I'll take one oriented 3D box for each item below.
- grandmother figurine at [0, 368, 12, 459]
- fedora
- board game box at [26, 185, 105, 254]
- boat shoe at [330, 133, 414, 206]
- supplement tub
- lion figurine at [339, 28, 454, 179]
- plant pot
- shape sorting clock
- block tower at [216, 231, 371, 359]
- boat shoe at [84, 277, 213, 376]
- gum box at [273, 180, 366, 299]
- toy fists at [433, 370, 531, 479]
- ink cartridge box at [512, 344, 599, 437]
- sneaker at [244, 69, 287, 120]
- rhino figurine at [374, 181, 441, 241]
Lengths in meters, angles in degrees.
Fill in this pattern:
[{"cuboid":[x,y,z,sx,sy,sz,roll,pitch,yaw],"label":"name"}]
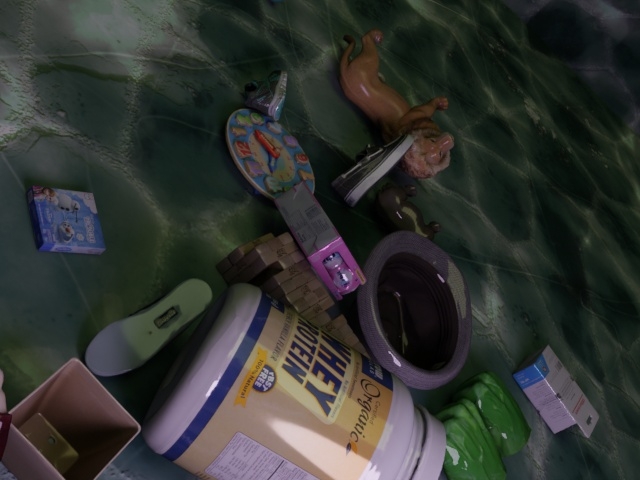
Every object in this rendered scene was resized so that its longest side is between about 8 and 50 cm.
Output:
[{"cuboid":[-0.383,0.191,0.736,0.342,0.208,0.104,56,-9,3],"label":"grandmother figurine"},{"cuboid":[0.133,0.132,1.344,0.244,0.124,0.275,30,49,-24],"label":"fedora"},{"cuboid":[-0.337,-0.026,1.056,0.090,0.020,0.090,6,55,-46],"label":"board game box"},{"cuboid":[0.106,-0.156,1.564,0.070,0.078,0.219,43,57,4],"label":"boat shoe"},{"cuboid":[-0.030,0.221,0.970,0.316,0.228,0.228,33,39,-9],"label":"supplement tub"},{"cuboid":[0.145,-0.301,1.750,0.392,0.142,0.240,41,43,9],"label":"lion figurine"},{"cuboid":[-0.281,0.211,0.848,0.109,0.096,0.109,49,36,-5],"label":"plant pot"},{"cuboid":[-0.086,-0.150,1.420,0.206,0.040,0.206,28,42,-29],"label":"shape sorting clock"},{"cuboid":[-0.018,0.144,1.200,0.335,0.091,0.097,55,37,6],"label":"block tower"},{"cuboid":[-0.221,0.120,1.028,0.183,0.083,0.065,-33,85,-27],"label":"boat shoe"},{"cuboid":[0.000,0.000,1.278,0.107,0.062,0.188,56,1,-39],"label":"gum box"},{"cuboid":[0.264,0.321,1.357,0.279,0.096,0.142,-27,91,-55],"label":"toy fists"},{"cuboid":[0.481,0.317,1.622,0.180,0.060,0.104,55,35,5],"label":"ink cartridge box"},{"cuboid":[-0.104,-0.285,1.494,0.076,0.065,0.166,15,28,-9],"label":"sneaker"},{"cuboid":[0.191,-0.012,1.578,0.243,0.073,0.106,56,32,3],"label":"rhino figurine"}]
